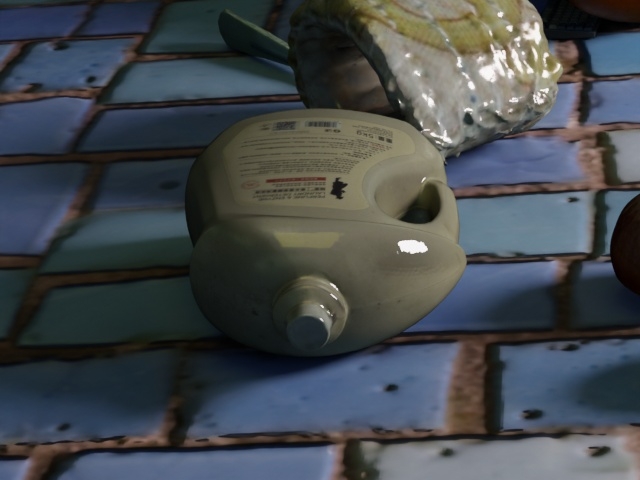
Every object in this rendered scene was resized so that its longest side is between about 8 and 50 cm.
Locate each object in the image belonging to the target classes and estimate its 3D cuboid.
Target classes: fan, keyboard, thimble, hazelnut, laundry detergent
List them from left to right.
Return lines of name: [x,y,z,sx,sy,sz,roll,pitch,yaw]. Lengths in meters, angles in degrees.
fan: [-0.030,-0.158,1.651,0.016,0.038,0.193,-33,36,-23]
laundry detergent: [0.000,0.000,1.232,0.181,0.091,0.253,0,25,1]
thimble: [0.078,-0.128,1.436,0.143,0.137,0.190,-19,39,-25]
keyboard: [0.230,-0.213,1.727,0.055,0.014,0.176,5,27,16]
hazelnut: [0.217,-0.003,1.199,0.086,0.086,0.086,-5,25,2]

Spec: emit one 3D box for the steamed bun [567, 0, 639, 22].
steamed bun: [0.332,-0.348,1.643,0.379,0.248,0.235,-38,53,10]
